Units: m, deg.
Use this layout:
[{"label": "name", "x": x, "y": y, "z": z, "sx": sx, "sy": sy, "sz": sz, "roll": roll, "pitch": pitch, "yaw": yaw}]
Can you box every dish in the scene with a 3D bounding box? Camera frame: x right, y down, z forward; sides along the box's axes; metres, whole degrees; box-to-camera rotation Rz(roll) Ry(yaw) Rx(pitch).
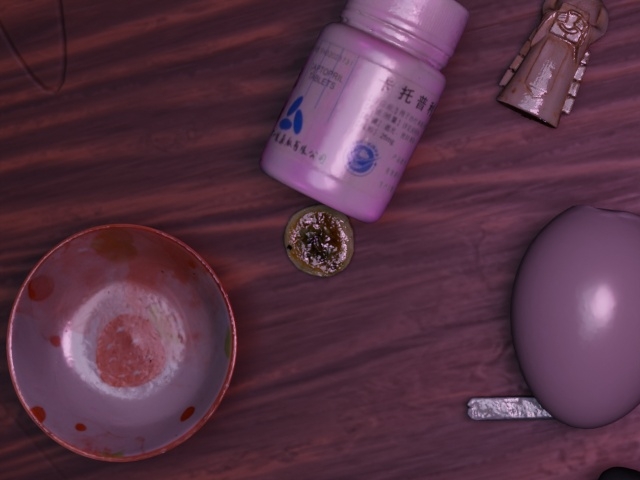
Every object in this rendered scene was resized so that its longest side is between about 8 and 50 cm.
[{"label": "dish", "x": -0.212, "y": 0.114, "z": 1.939, "sx": 0.260, "sy": 0.085, "sz": 0.260, "roll": -1, "pitch": 86, "yaw": 9}]

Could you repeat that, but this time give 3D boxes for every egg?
[{"label": "egg", "x": 0.286, "y": 0.081, "z": 1.814, "sx": 0.176, "sy": 0.176, "sz": 0.231, "roll": 4, "pitch": 87, "yaw": 9}]

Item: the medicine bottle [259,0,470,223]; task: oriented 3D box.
[{"label": "medicine bottle", "x": 0.050, "y": -0.158, "z": 1.871, "sx": 0.152, "sy": 0.152, "sz": 0.254, "roll": 27, "pitch": 94, "yaw": 9}]

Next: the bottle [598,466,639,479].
[{"label": "bottle", "x": 0.283, "y": 0.368, "z": 1.817, "sx": 0.143, "sy": 0.156, "sz": 0.271, "roll": 21, "pitch": 96, "yaw": 15}]

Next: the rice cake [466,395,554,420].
[{"label": "rice cake", "x": 0.245, "y": 0.181, "z": 1.890, "sx": 0.171, "sy": 0.033, "sz": 0.029, "roll": -2, "pitch": 84, "yaw": 9}]

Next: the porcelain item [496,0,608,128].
[{"label": "porcelain item", "x": 0.271, "y": -0.231, "z": 1.890, "sx": 0.084, "sy": 0.054, "sz": 0.213, "roll": 27, "pitch": 91, "yaw": 7}]

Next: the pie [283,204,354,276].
[{"label": "pie", "x": -0.001, "y": 0.001, "z": 1.940, "sx": 0.084, "sy": 0.021, "sz": 0.084, "roll": 0, "pitch": 87, "yaw": 9}]
